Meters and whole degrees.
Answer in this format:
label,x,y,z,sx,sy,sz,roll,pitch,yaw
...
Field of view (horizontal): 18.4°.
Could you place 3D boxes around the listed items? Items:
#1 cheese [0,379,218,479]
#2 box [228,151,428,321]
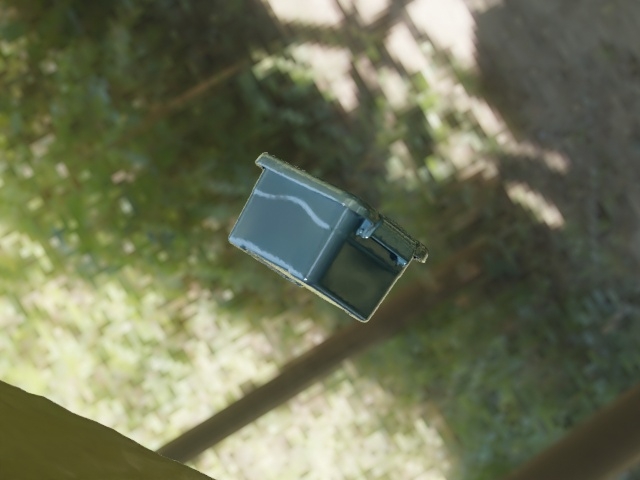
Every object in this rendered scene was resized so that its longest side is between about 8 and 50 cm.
label,x,y,z,sx,sy,sz,roll,pitch,yaw
cheese,-0.078,0.224,1.113,0.384,0.104,0.384,25,-165,-7
box,0.000,0.000,1.070,0.099,0.054,0.074,27,173,48
